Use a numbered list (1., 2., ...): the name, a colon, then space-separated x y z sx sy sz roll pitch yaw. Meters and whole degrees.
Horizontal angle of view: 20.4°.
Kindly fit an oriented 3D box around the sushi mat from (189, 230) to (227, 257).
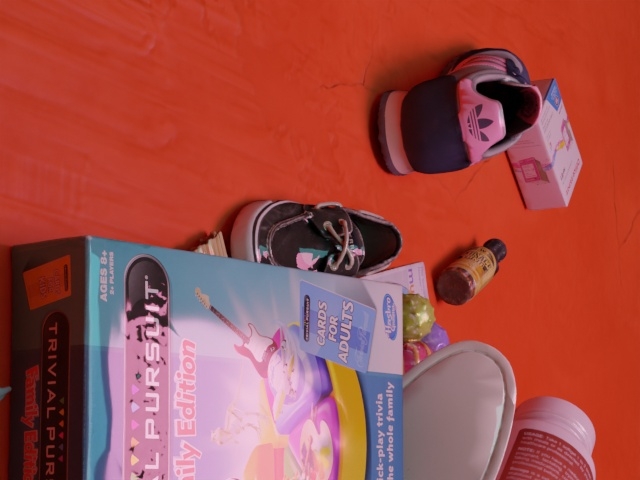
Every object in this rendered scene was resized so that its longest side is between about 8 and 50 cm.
1. sushi mat: -0.075 0.162 1.374 0.151 0.019 0.316 -41 122 -58

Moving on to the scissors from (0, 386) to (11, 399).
1. scissors: -0.270 0.105 1.009 0.297 0.021 0.109 -40 119 -56

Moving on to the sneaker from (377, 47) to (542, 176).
1. sneaker: 0.175 -0.130 1.779 0.319 0.131 0.112 -35 116 -59

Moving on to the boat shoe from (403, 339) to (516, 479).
1. boat shoe: 0.065 0.228 1.455 0.319 0.116 0.099 -65 169 -2

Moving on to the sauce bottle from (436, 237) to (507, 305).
1. sauce bottle: 0.158 0.028 1.819 0.128 0.042 0.042 -40 120 -60

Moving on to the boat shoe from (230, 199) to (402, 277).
1. boat shoe: 0.000 0.000 1.490 0.219 0.070 0.078 -8 92 -62

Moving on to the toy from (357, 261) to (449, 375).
1. toy: 0.077 0.097 1.637 0.237 0.056 0.137 -11 96 -62

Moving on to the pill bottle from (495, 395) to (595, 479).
1. pill bottle: 0.208 0.259 1.788 0.216 0.121 0.121 -58 135 -48

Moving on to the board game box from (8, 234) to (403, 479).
1. board game box: -0.069 0.143 1.259 0.336 0.079 0.254 10 76 -50

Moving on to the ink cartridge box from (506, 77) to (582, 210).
1. ink cartridge box: 0.249 -0.108 2.003 0.122 0.052 0.088 68 32 -32
